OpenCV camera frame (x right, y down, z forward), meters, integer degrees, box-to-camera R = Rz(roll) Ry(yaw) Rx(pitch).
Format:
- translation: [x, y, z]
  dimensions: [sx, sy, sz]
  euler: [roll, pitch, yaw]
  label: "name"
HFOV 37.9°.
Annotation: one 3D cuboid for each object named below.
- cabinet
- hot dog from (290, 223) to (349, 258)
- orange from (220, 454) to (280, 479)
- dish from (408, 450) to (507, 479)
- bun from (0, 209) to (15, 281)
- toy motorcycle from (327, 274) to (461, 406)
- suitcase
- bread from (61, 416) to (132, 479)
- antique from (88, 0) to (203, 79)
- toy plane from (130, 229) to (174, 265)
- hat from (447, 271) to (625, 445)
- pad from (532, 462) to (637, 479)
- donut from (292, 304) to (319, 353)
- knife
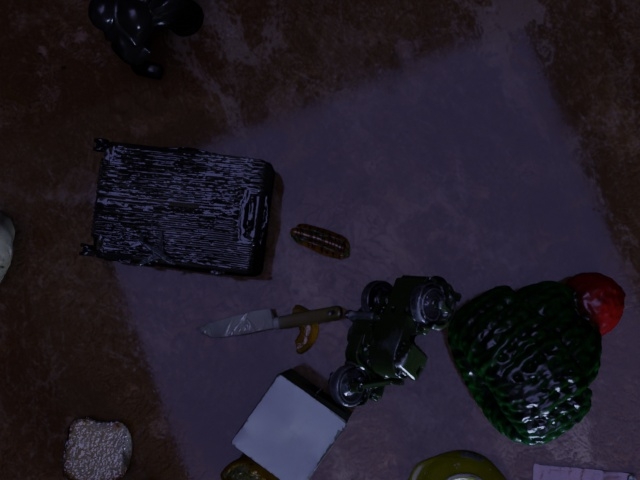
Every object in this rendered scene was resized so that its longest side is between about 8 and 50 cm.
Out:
- translation: [-0.043, 0.329, 1.665]
  dimensions: [0.145, 0.206, 0.150]
  euler: [34, 89, 7]
  label: "cabinet"
- translation: [0.000, 0.000, 1.777]
  dimensions: [0.122, 0.037, 0.049]
  euler: [17, 83, 5]
  label: "hot dog"
- translation: [-0.105, 0.447, 1.691]
  dimensions: [0.160, 0.170, 0.112]
  euler: [49, 49, -16]
  label: "orange"
- translation: [0.253, 0.460, 1.693]
  dimensions: [0.207, 0.080, 0.149]
  euler: [0, 84, 4]
  label: "dish"
- translation: [-0.652, 0.024, 1.800]
  dimensions: [0.183, 0.102, 0.183]
  euler: [-16, 61, 32]
  label: "bun"
- translation: [0.135, 0.178, 1.663]
  dimensions: [0.127, 0.205, 0.275]
  euler: [31, 71, -36]
  label: "toy motorcycle"
- translation: [-0.261, -0.059, 1.753]
  dimensions: [0.335, 0.152, 0.230]
  euler: [7, 88, 3]
  label: "suitcase"
- translation: [-0.423, 0.402, 1.777]
  dimensions: [0.129, 0.044, 0.126]
  euler: [1, 78, 8]
  label: "bread"
- translation: [-0.320, -0.480, 1.743]
  dimensions: [0.185, 0.255, 0.322]
  euler: [14, 89, 4]
  label: "antique"
- translation: [-0.296, 0.019, 1.662]
  dimensions: [0.084, 0.024, 0.078]
  euler: [32, 72, 3]
  label: "toy plane"
- translation: [0.411, 0.176, 1.638]
  dimensions: [0.332, 0.242, 0.274]
  euler: [-32, 96, -11]
  label: "hat"
- translation: [0.481, 0.474, 1.708]
  dimensions: [0.187, 0.006, 0.113]
  euler: [5, 86, 6]
  label: "pad"
- translation: [-0.037, 0.170, 1.765]
  dimensions: [0.067, 0.038, 0.083]
  euler: [29, 86, 4]
  label: "donut"
- translation: [-0.098, 0.149, 1.756]
  dimensions: [0.297, 0.017, 0.047]
  euler: [-12, 80, 19]
  label: "knife"
